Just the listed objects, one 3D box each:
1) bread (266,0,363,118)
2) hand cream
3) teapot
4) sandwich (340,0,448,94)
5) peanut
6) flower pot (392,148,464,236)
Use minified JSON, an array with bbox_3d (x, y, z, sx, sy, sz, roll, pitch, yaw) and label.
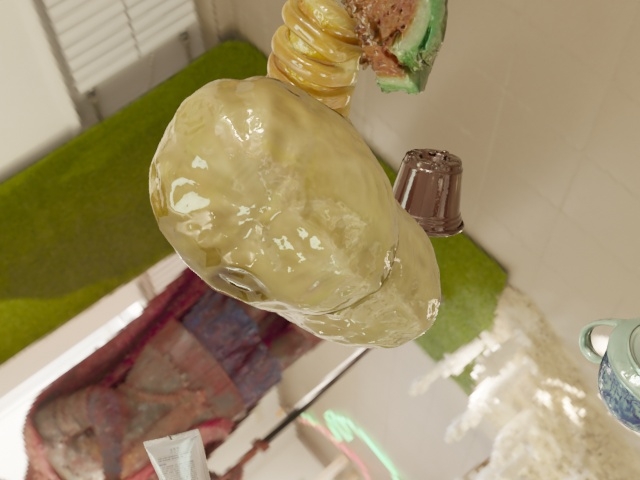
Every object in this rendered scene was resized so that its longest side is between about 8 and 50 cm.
[{"bbox_3d":[-0.022,-0.284,1.592,0.173,0.121,0.311,45,148,26],"label":"bread"},{"bbox_3d":[-0.175,0.323,1.209,0.053,0.084,0.142,-24,-83,-73],"label":"hand cream"},{"bbox_3d":[0.437,0.195,1.226,0.232,0.159,0.159,53,163,30],"label":"teapot"},{"bbox_3d":[0.117,-0.395,1.399,0.162,0.250,0.301,1,158,40],"label":"sandwich"},{"bbox_3d":[0.000,0.000,0.508,0.120,0.110,0.236,-7,151,30],"label":"peanut"},{"bbox_3d":[0.136,-0.066,1.159,0.111,0.111,0.089,34,124,45],"label":"flower pot"}]
